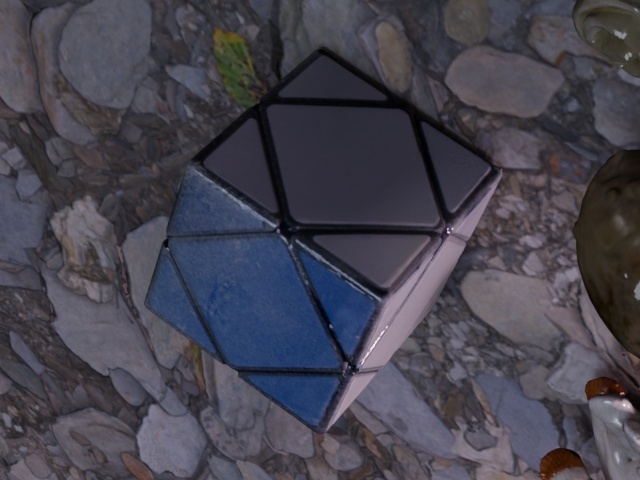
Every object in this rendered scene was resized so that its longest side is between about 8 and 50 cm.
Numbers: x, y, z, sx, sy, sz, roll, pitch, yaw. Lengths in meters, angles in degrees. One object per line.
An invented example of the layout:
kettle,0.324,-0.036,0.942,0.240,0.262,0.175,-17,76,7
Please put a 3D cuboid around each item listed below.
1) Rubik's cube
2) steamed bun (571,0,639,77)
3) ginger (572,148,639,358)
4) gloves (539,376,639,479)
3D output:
Rubik's cube,0.000,0.000,1.578,0.205,0.207,0.205,36,138,11
steamed bun,0.250,-0.166,1.235,0.211,0.144,0.218,28,159,44
ginger,0.298,0.041,1.322,0.244,0.155,0.304,60,176,-6
gloves,0.291,0.224,1.613,0.140,0.131,0.218,-25,75,50
